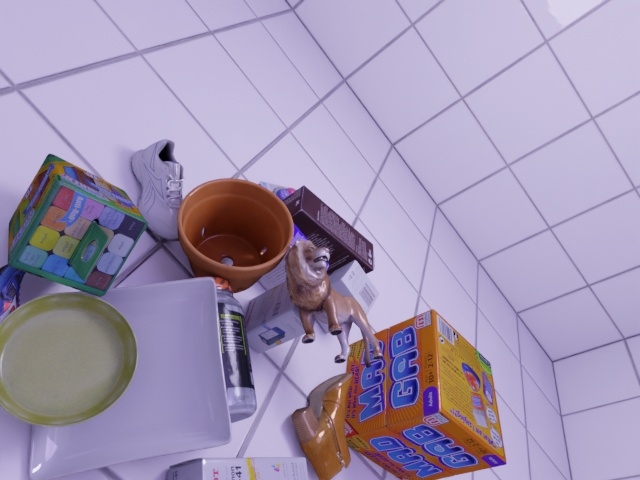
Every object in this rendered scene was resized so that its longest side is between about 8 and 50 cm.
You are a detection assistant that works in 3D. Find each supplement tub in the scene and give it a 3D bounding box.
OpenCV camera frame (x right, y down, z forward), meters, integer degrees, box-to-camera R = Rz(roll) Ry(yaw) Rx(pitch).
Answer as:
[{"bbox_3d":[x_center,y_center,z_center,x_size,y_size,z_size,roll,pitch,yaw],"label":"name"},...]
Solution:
[{"bbox_3d":[-0.261,0.256,1.096,0.194,0.194,0.315,19,49,-46],"label":"supplement tub"}]

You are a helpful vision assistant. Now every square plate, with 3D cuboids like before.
[{"bbox_3d":[-0.366,0.252,0.938,0.344,0.049,0.347,-6,62,-14],"label":"square plate"}]

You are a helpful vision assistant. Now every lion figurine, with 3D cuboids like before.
[{"bbox_3d":[0.033,0.177,1.263,0.392,0.142,0.240,52,20,-48],"label":"lion figurine"}]

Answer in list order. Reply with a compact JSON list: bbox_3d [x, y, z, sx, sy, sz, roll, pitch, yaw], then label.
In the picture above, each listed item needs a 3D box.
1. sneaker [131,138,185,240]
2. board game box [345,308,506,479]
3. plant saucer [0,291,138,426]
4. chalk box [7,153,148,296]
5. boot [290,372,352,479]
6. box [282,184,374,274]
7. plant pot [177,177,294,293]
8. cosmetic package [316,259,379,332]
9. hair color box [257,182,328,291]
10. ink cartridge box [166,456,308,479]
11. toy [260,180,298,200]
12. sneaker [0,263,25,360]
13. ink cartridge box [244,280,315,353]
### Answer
[{"bbox_3d":[-0.419,-0.140,1.275,0.111,0.129,0.297,1,64,-56],"label":"sneaker"},{"bbox_3d":[0.324,0.513,1.542,0.356,0.356,0.356,42,35,-25],"label":"board game box"},{"bbox_3d":[-0.458,0.212,0.858,0.241,0.037,0.240,17,54,-25],"label":"plant saucer"},{"bbox_3d":[-0.472,-0.023,0.923,0.179,0.180,0.289,31,2,-37],"label":"chalk box"},{"bbox_3d":[0.040,0.536,1.386,0.295,0.104,0.211,-26,91,-54],"label":"boot"},{"bbox_3d":[0.000,0.000,1.689,0.381,0.191,0.143,38,37,-32],"label":"box"},{"bbox_3d":[-0.237,0.008,1.267,0.291,0.203,0.290,11,51,-14],"label":"plant pot"},{"bbox_3d":[0.070,0.192,1.624,0.151,0.184,0.151,55,32,-7],"label":"cosmetic package"},{"bbox_3d":[-0.155,0.015,1.459,0.339,0.185,0.110,49,32,-16],"label":"hair color box"},{"bbox_3d":[-0.162,0.588,1.013,0.306,0.131,0.226,26,44,-44],"label":"ink cartridge box"},{"bbox_3d":[-0.109,-0.156,1.795,0.237,0.056,0.136,10,55,-51],"label":"toy"},{"bbox_3d":[-0.586,0.134,0.869,0.087,0.083,0.221,41,43,-42],"label":"sneaker"},{"bbox_3d":[-0.112,0.203,1.334,0.093,0.212,0.154,47,32,-25],"label":"ink cartridge box"}]
